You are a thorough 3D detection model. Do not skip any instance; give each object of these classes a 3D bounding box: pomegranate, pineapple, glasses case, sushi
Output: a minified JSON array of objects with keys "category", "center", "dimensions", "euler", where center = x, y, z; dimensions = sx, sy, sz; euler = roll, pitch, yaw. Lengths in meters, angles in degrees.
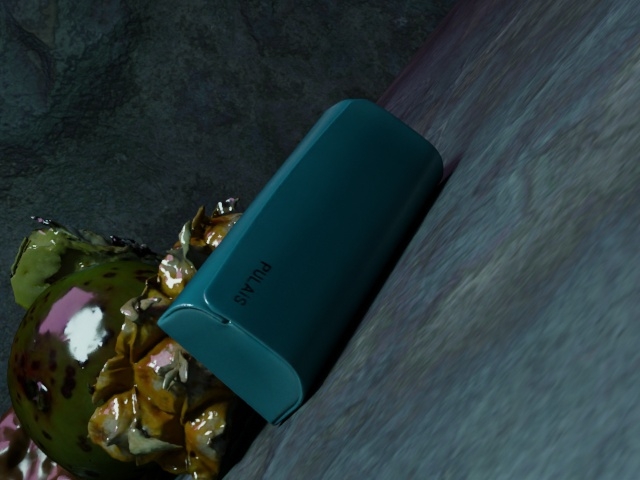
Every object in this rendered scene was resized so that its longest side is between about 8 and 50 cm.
[{"category":"pomegranate","center":[-0.178,0.101,1.339],"dimensions":[0.286,0.231,0.231],"euler":[-50,3,-38]},{"category":"pineapple","center":[-0.091,0.087,1.075],"dimensions":[0.186,0.115,0.236],"euler":[91,-158,-61]},{"category":"glasses case","center":[-0.001,-0.001,1.032],"dimensions":[0.070,0.117,0.301],"euler":[-44,8,44]},{"category":"sushi","center":[-0.232,0.062,1.534],"dimensions":[0.291,0.131,0.139],"euler":[14,-74,-52]}]

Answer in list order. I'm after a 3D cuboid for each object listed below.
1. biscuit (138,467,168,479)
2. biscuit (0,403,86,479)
[{"category":"biscuit","center":[-0.188,0.266,1.335],"dimensions":[0.071,0.018,0.147],"euler":[-44,6,36]},{"category":"biscuit","center":[-0.321,0.269,1.584],"dimensions":[0.342,0.166,0.395],"euler":[-49,6,24]}]
